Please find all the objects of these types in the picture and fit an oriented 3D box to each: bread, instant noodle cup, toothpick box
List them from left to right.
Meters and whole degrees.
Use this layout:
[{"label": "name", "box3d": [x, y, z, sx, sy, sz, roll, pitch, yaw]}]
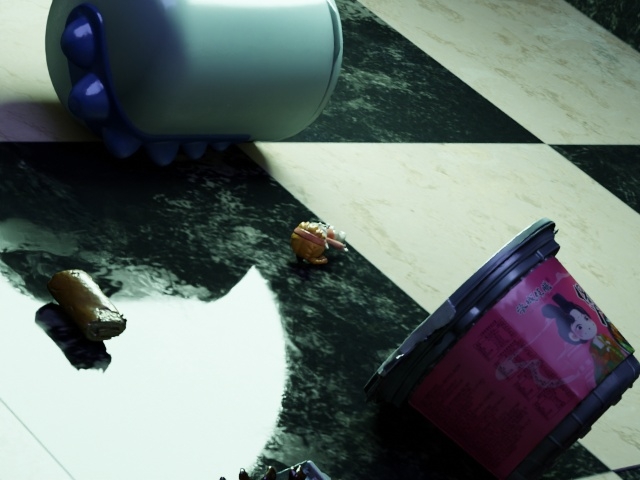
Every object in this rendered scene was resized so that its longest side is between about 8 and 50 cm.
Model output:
[{"label": "bread", "box3d": [-0.226, 0.064, 1.929, 0.047, 0.036, 0.083, -7, 39, -38]}, {"label": "toothpick box", "box3d": [-0.167, -0.219, 2.366, 0.355, 0.263, 0.263, -4, 37, -48]}, {"label": "instant noodle cup", "box3d": [0.199, 0.129, 1.993, 0.181, 0.258, 0.302, 45, 61, 10]}]

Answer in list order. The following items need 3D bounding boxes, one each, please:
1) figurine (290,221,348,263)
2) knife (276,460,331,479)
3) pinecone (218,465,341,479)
[{"label": "figurine", "box3d": [0.000, 0.000, 2.283, 0.064, 0.047, 0.109, 25, 13, 17]}, {"label": "knife", "box3d": [0.075, 0.288, 1.732, 0.278, 0.053, 0.123, 33, 20, 17]}, {"label": "pinecone", "box3d": [-0.041, 0.252, 1.580, 0.165, 0.163, 0.163, 16, 21, 13]}]
